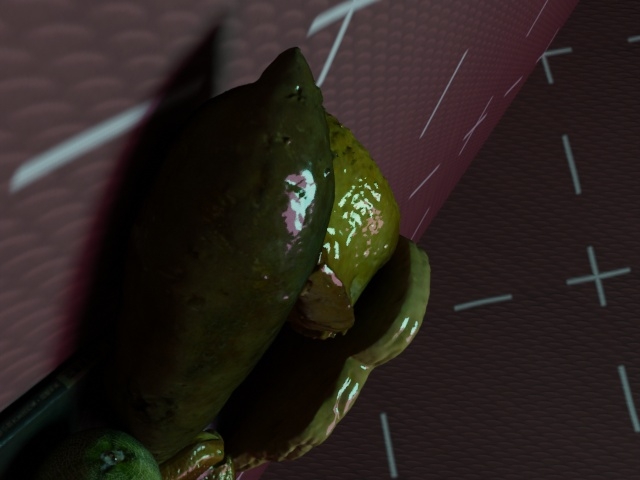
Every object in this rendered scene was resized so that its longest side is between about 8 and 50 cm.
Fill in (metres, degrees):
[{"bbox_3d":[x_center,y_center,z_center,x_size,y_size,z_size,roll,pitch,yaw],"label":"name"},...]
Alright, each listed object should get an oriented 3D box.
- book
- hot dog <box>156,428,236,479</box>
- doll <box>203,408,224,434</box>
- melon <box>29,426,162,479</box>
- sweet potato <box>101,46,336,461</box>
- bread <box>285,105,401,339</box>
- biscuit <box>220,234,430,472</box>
[{"bbox_3d":[-0.205,0.153,0.748,0.228,0.024,0.160,-43,163,-55],"label":"book"},{"bbox_3d":[-0.191,0.272,0.934,0.249,0.068,0.100,-35,125,-18],"label":"hot dog"},{"bbox_3d":[-0.132,0.164,1.014,0.142,0.076,0.245,-43,159,-51],"label":"doll"},{"bbox_3d":[-0.170,0.201,0.715,0.099,0.099,0.162,-47,168,-45],"label":"melon"},{"bbox_3d":[-0.088,0.052,0.697,0.130,0.130,0.423,-46,164,-50],"label":"sweet potato"},{"bbox_3d":[-0.002,0.003,0.927,0.160,0.147,0.260,-50,169,-21],"label":"bread"},{"bbox_3d":[-0.018,0.128,1.065,0.376,0.051,0.269,-34,-151,36],"label":"biscuit"}]
